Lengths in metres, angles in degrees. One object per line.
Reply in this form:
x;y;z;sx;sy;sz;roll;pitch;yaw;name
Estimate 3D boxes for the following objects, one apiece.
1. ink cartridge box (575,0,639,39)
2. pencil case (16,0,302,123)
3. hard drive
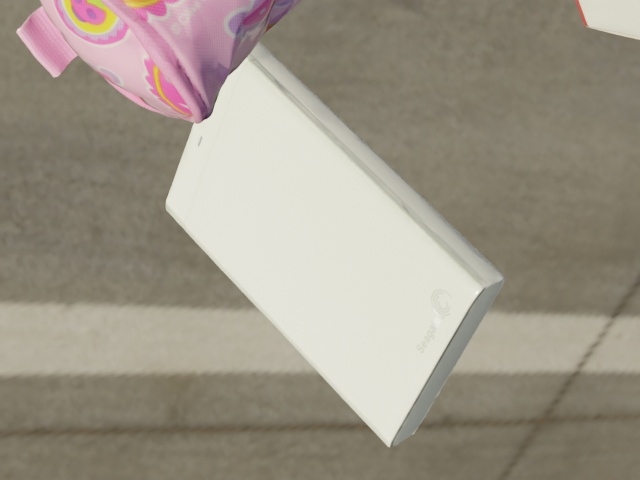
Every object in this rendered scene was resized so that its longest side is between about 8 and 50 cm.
0.179;-0.182;0.775;0.135;0.056;0.099;-48;133;-21;ink cartridge box
-0.017;-0.180;0.694;0.284;0.124;0.124;-50;144;-14;pencil case
0.000;0.000;1.282;0.040;0.307;0.203;-23;150;-41;hard drive
